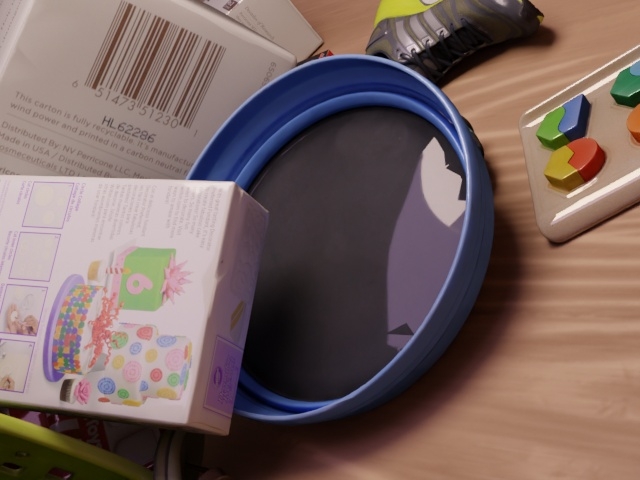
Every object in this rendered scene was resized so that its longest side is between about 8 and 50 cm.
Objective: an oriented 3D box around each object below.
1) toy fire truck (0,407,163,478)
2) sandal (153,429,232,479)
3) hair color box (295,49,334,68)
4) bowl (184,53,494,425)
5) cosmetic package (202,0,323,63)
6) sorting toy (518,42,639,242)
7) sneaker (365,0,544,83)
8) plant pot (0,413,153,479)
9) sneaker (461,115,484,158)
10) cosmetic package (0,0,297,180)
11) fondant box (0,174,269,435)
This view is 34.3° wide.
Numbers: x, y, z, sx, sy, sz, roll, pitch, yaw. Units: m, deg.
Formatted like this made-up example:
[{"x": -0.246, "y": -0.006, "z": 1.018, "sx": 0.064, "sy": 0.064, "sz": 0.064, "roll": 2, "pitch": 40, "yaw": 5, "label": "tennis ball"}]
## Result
[{"x": -0.309, "y": 0.179, "z": 1.229, "sx": 0.254, "sy": 0.169, "sz": 0.302, "roll": -24, "pitch": 58, "yaw": 5, "label": "toy fire truck"}, {"x": -0.114, "y": 0.275, "z": 0.979, "sx": 0.086, "sy": 0.120, "sz": 0.303, "roll": -1, "pitch": 22, "yaw": -8, "label": "sandal"}, {"x": -0.035, "y": -0.233, "z": 1.579, "sx": 0.141, "sy": 0.043, "sz": 0.072, "roll": -15, "pitch": 41, "yaw": 43, "label": "hair color box"}, {"x": 0.000, "y": 0.000, "z": 1.069, "sx": 0.391, "sy": 0.077, "sz": 0.391, "roll": -16, "pitch": 61, "yaw": 33, "label": "bowl"}, {"x": -0.127, "y": -0.328, "z": 1.706, "sx": 0.183, "sy": 0.151, "sz": 0.151, "roll": -46, "pitch": 29, "yaw": -2, "label": "cosmetic package"}, {"x": 0.285, "y": -0.112, "z": 1.019, "sx": 0.193, "sy": 0.038, "sz": 0.208, "roll": -31, "pitch": 32, "yaw": 23, "label": "sorting toy"}, {"x": 0.160, "y": -0.253, "z": 1.316, "sx": 0.300, "sy": 0.111, "sz": 0.121, "roll": 0, "pitch": 61, "yaw": 59, "label": "sneaker"}, {"x": -0.317, "y": 0.322, "z": 1.010, "sx": 0.207, "sy": 0.228, "sz": 0.227, "roll": -39, "pitch": 34, "yaw": 44, "label": "plant pot"}, {"x": 0.066, "y": -0.038, "z": 1.142, "sx": 0.267, "sy": 0.101, "sz": 0.106, "roll": -41, "pitch": 31, "yaw": 8, "label": "sneaker"}, {"x": -0.290, "y": -0.198, "z": 1.380, "sx": 0.327, "sy": 0.329, "sz": 0.393, "roll": -64, "pitch": 28, "yaw": 11, "label": "cosmetic package"}, {"x": -0.236, "y": 0.060, "z": 1.059, "sx": 0.330, "sy": 0.096, "sz": 0.238, "roll": 3, "pitch": 73, "yaw": 23, "label": "fondant box"}]
